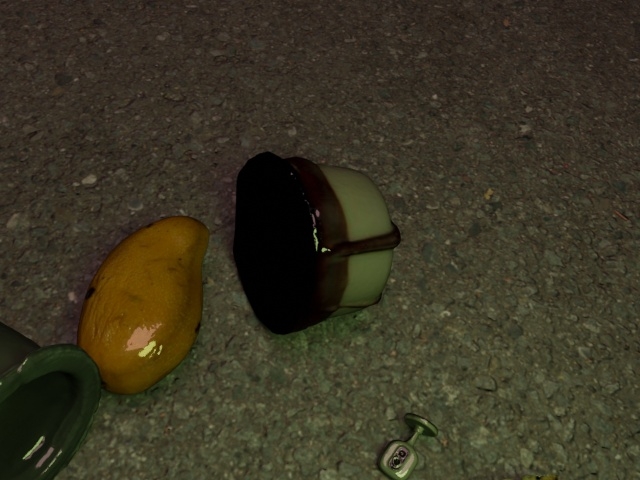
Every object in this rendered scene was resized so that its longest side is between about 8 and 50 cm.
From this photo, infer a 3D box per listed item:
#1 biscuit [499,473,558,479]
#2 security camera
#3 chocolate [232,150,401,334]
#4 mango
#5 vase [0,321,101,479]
[{"bbox_3d":[0.247,0.360,0.833,0.144,0.016,0.203,-2,24,2],"label":"biscuit"},{"bbox_3d":[0.122,0.297,0.971,0.058,0.058,0.092,29,63,13],"label":"security camera"},{"bbox_3d":[0.000,0.000,1.064,0.186,0.284,0.284,-7,53,-33],"label":"chocolate"},{"bbox_3d":[-0.258,0.093,1.025,0.177,0.120,0.295,8,50,8],"label":"mango"},{"bbox_3d":[-0.467,0.182,0.875,0.291,0.245,0.245,25,53,22],"label":"vase"}]
